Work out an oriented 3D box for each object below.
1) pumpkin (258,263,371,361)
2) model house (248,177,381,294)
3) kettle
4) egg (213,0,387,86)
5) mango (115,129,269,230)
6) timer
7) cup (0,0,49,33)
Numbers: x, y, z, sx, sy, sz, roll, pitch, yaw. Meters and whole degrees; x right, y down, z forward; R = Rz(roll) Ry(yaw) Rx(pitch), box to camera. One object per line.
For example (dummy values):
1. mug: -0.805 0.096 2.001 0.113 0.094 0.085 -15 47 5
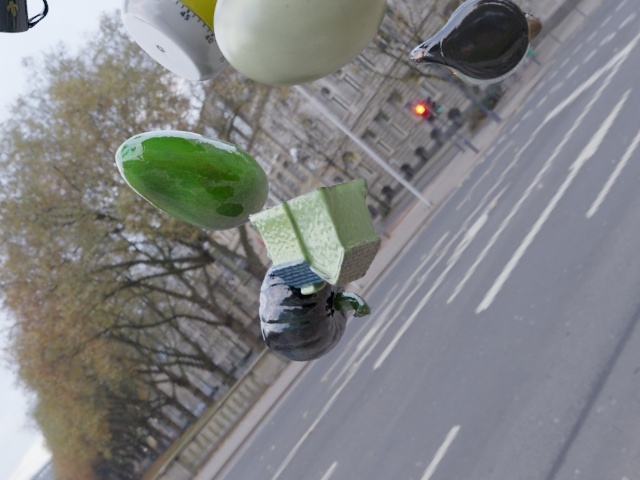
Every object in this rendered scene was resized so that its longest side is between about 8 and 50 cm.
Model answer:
1. pumpkin: -0.005 0.143 1.518 0.248 0.248 0.248 -50 -1 -1
2. model house: 0.000 0.000 1.347 0.214 0.189 0.195 -20 -2 35
3. kettle: 0.283 -0.366 1.304 0.241 0.165 0.255 -11 13 14
4. egg: -0.029 -0.324 1.003 0.254 0.188 0.188 -12 3 5
5. mango: -0.287 -0.140 1.587 0.382 0.225 0.201 13 -31 -39
6. timer: -0.265 -0.513 1.503 0.285 0.285 0.285 -50 -1 -1
7. cup: -0.727 -0.575 1.612 0.177 0.131 0.155 -11 -55 -36
